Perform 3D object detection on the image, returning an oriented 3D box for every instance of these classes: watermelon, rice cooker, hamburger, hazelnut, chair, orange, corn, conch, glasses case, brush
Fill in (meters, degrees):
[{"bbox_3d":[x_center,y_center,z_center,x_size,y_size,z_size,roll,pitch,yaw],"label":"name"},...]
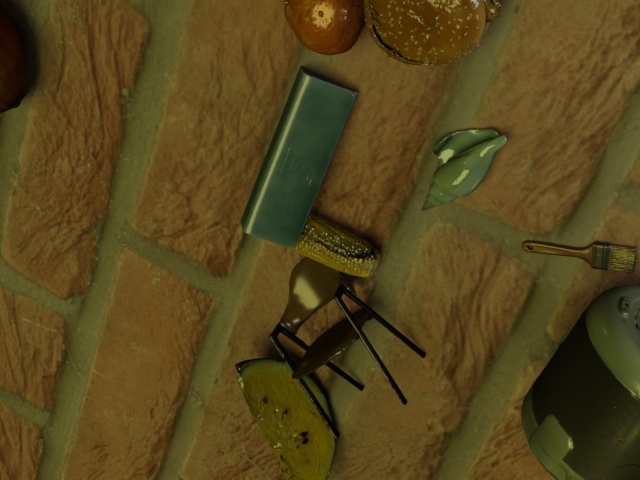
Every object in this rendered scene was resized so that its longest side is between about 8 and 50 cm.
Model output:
[{"bbox_3d":[-0.060,0.312,1.892,0.123,0.129,0.301,-13,114,31],"label":"watermelon"},{"bbox_3d":[0.451,0.233,1.545,0.288,0.288,0.277,31,124,8],"label":"rice cooker"},{"bbox_3d":[0.155,-0.322,1.472,0.191,0.118,0.182,8,137,20],"label":"hamburger"},{"bbox_3d":[-0.573,-0.311,1.797,0.210,0.210,0.186,11,95,19],"label":"hazelnut"},{"bbox_3d":[0.027,0.163,1.770,0.159,0.172,0.247,-34,104,34],"label":"chair"},{"bbox_3d":[0.010,-0.332,1.538,0.117,0.135,0.135,25,123,-3],"label":"orange"},{"bbox_3d":[0.000,0.000,1.748,0.203,0.072,0.072,25,122,11],"label":"corn"},{"bbox_3d":[0.206,-0.107,1.613,0.065,0.088,0.180,20,126,-38],"label":"conch"},{"bbox_3d":[-0.041,-0.124,1.670,0.105,0.056,0.266,25,106,12],"label":"glasses case"},{"bbox_3d":[0.384,0.019,1.617,0.170,0.014,0.043,8,116,21],"label":"brush"}]
